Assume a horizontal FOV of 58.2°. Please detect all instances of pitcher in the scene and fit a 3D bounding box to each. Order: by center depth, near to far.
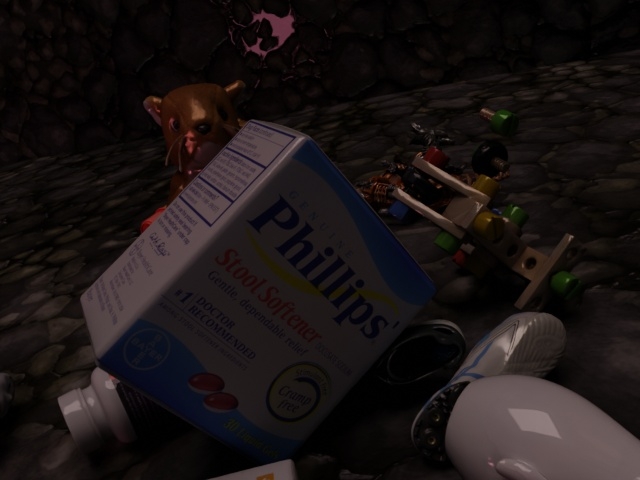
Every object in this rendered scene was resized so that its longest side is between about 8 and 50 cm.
[{"bbox_3d":[0.203,0.194,0.481,0.207,0.125,0.178,16,3,40],"label":"pitcher"}]

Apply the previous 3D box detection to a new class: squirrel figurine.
[{"bbox_3d":[-0.212,-0.124,1.127,0.281,0.370,0.397,-14,24,-2],"label":"squirrel figurine"}]

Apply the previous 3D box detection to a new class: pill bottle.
[{"bbox_3d":[-0.231,0.194,0.753,0.193,0.108,0.108,-25,26,-25],"label":"pill bottle"}]

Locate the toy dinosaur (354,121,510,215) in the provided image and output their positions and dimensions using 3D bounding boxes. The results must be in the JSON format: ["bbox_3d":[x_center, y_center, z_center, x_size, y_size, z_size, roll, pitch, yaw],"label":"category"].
[{"bbox_3d":[0.227,-0.120,1.233,0.322,0.164,0.218,13,46,13],"label":"toy dinosaur"}]

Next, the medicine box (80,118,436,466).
[{"bbox_3d":[-0.063,0.061,0.651,0.289,0.263,0.149,-47,32,-5],"label":"medicine box"}]

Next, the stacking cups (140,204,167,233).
[{"bbox_3d":[-0.327,-0.087,1.477,0.096,0.096,0.316,1,32,29],"label":"stacking cups"}]

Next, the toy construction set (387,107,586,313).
[{"bbox_3d":[0.215,0.018,0.814,0.309,0.257,0.237,-33,41,-10],"label":"toy construction set"}]

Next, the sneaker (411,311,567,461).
[{"bbox_3d":[0.190,0.166,0.658,0.237,0.085,0.086,-33,-4,-26],"label":"sneaker"}]

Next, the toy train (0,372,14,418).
[{"bbox_3d":[-0.598,0.229,0.774,0.334,0.142,0.190,2,15,-10],"label":"toy train"}]

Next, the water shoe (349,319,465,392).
[{"bbox_3d":[0.074,0.143,0.700,0.203,0.073,0.080,-21,-2,16],"label":"water shoe"}]

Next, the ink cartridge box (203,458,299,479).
[{"bbox_3d":[-0.190,0.319,0.510,0.371,0.069,0.175,-11,25,-2],"label":"ink cartridge box"}]
